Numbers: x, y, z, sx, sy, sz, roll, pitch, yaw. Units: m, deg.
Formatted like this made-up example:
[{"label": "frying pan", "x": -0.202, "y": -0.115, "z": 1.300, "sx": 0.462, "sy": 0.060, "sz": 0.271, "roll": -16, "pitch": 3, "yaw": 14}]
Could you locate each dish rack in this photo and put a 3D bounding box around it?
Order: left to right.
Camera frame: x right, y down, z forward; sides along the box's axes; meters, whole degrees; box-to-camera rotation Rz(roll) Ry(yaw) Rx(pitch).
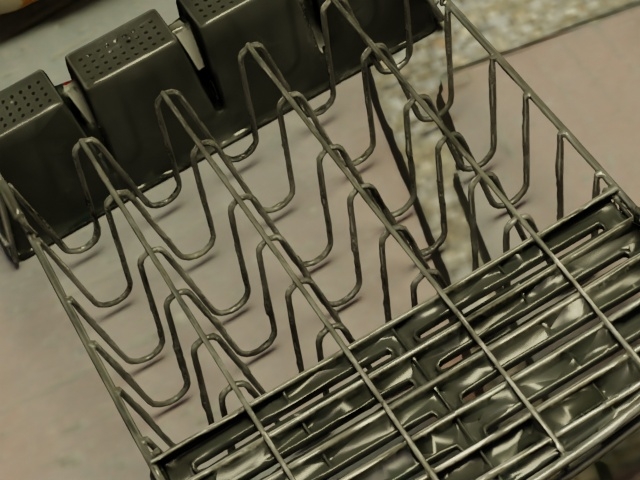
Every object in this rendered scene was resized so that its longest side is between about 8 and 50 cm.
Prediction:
[{"label": "dish rack", "x": 0.000, "y": 0.000, "z": 0.556, "sx": 0.208, "sy": 0.074, "sz": 0.271, "roll": -31, "pitch": 53, "yaw": -7}]

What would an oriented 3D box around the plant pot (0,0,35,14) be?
[{"label": "plant pot", "x": -0.171, "y": -0.209, "z": 0.689, "sx": 0.205, "sy": 0.205, "sz": 0.188, "roll": -22, "pitch": 59, "yaw": -2}]
